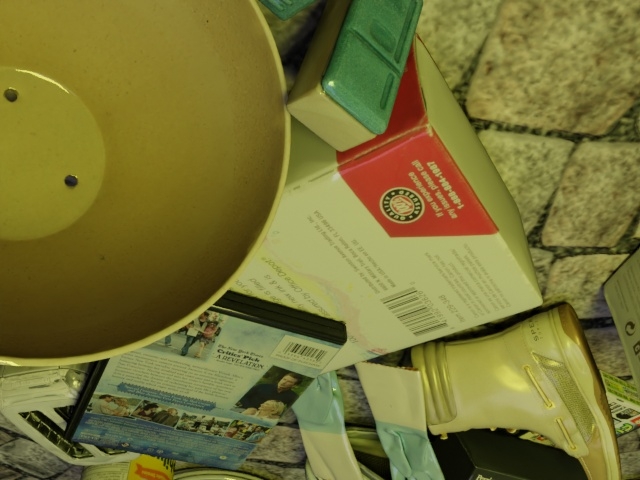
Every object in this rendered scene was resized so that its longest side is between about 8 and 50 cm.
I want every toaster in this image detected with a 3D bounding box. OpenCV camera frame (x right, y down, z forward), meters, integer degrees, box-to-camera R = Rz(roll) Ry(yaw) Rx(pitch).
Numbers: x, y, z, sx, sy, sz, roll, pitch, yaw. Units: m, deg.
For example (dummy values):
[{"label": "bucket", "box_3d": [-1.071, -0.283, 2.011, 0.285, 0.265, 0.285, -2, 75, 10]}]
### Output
[{"label": "toaster", "box_3d": [-0.251, 0.146, 0.737, 0.129, 0.146, 0.227, -9, 137, 12]}]

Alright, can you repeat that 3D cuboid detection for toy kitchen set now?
[{"label": "toy kitchen set", "box_3d": [0.008, -0.172, 0.361, 0.207, 0.122, 0.166, 34, 150, -29]}]

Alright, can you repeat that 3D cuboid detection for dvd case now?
[{"label": "dvd case", "box_3d": [-0.113, 0.130, 0.605, 0.180, 0.022, 0.253, 18, 132, -20]}]

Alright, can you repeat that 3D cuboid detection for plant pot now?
[{"label": "plant pot", "box_3d": [-0.189, -0.071, 0.443, 0.284, 0.284, 0.191, 29, 163, -28]}]

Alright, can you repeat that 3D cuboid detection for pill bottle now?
[{"label": "pill bottle", "box_3d": [-0.252, 0.318, 0.875, 0.117, 0.215, 0.117, 1, 138, 1]}]

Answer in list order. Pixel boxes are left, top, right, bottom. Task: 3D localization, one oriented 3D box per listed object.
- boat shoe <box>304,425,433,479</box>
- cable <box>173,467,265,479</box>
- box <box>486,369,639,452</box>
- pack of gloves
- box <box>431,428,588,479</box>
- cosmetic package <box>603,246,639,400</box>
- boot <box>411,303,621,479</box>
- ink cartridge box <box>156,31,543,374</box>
[{"label": "boat shoe", "box_3d": [0.147, 0.352, 0.974, 0.335, 0.121, 0.119, 16, 133, -17]}, {"label": "cable", "box_3d": [-0.172, 0.471, 1.134, 0.257, 0.089, 0.257, -28, 130, 28]}, {"label": "box", "box_3d": [0.340, 0.253, 0.925, 0.114, 0.036, 0.207, 25, 132, -24]}, {"label": "pack of gloves", "box_3d": [0.057, 0.220, 0.836, 0.195, 0.046, 0.232, 3, 124, 29]}, {"label": "box", "box_3d": [0.248, 0.365, 0.898, 0.261, 0.103, 0.184, 20, 105, -20]}, {"label": "cosmetic package", "box_3d": [0.407, 0.074, 0.641, 0.184, 0.151, 0.151, 12, 137, -10]}, {"label": "boot", "box_3d": [0.236, 0.209, 0.805, 0.203, 0.095, 0.262, -18, 116, 20]}, {"label": "ink cartridge box", "box_3d": [0.000, 0.000, 0.584, 0.306, 0.131, 0.226, -21, 134, 24]}]
